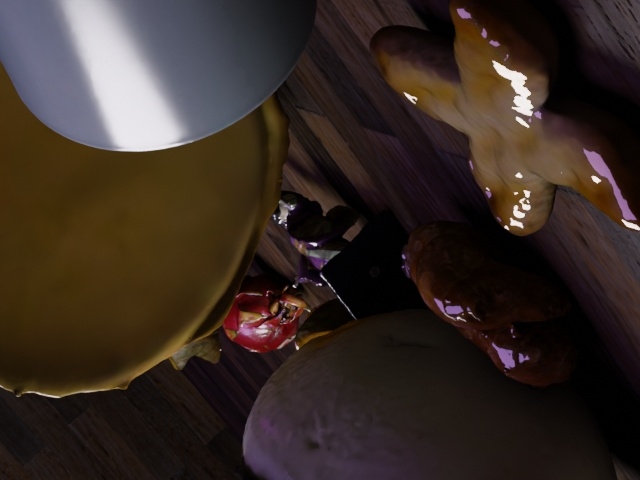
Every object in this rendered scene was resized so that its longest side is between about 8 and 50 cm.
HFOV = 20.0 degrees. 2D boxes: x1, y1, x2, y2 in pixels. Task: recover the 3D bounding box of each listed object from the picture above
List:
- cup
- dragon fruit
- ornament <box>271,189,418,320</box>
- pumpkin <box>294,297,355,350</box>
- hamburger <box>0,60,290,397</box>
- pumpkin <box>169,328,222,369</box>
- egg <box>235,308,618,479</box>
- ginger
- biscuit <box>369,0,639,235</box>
[{"bbox_3d":[-0.128,-0.214,1.034,0.205,0.205,0.312,42,166,28],"label":"cup"},{"bbox_3d":[-0.058,0.087,2.102,0.094,0.094,0.190,51,161,-17],"label":"dragon fruit"},{"bbox_3d":[-0.003,-0.005,1.580,0.203,0.088,0.081,36,163,51],"label":"ornament"},{"bbox_3d":[0.087,0.141,1.681,0.258,0.095,0.290,38,177,-2],"label":"pumpkin"},{"bbox_3d":[-0.259,-0.067,1.472,0.277,0.396,0.396,14,147,50],"label":"hamburger"},{"bbox_3d":[-0.198,0.025,2.103,0.149,0.130,0.254,134,119,-67],"label":"pumpkin"},{"bbox_3d":[0.112,0.164,1.426,0.337,0.201,0.337,23,-179,0],"label":"egg"},{"bbox_3d":[0.132,0.047,1.300,0.162,0.073,0.103,43,-177,-6],"label":"ginger"},{"bbox_3d":[0.108,-0.072,1.031,0.164,0.047,0.208,48,169,-8],"label":"biscuit"}]
